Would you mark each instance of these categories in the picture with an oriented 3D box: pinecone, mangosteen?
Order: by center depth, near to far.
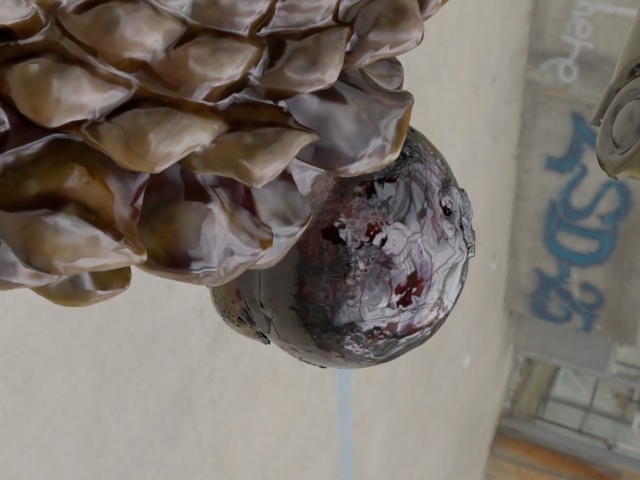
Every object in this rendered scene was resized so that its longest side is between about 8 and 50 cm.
[{"bbox_3d":[-0.130,-0.132,0.539,0.384,0.384,0.384,-45,143,-49],"label":"pinecone"},{"bbox_3d":[0.022,0.004,1.453,0.381,0.421,0.381,10,74,-36],"label":"mangosteen"}]

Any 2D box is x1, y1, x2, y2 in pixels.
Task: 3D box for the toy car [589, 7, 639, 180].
[{"bbox_3d":[0.360,-0.082,0.660,0.336,0.242,0.226,-115,-133,-68],"label":"toy car"}]
